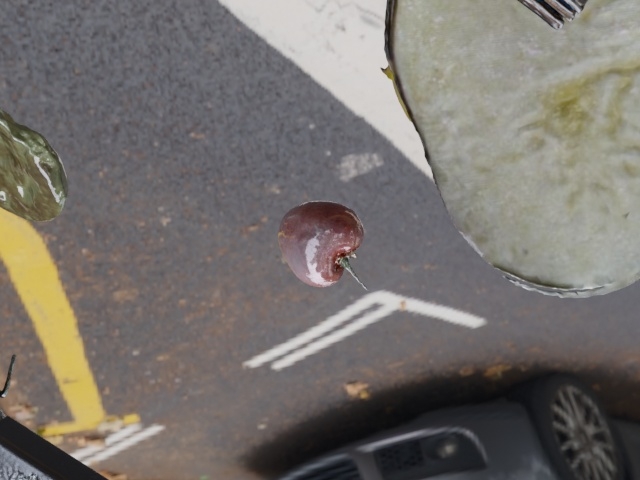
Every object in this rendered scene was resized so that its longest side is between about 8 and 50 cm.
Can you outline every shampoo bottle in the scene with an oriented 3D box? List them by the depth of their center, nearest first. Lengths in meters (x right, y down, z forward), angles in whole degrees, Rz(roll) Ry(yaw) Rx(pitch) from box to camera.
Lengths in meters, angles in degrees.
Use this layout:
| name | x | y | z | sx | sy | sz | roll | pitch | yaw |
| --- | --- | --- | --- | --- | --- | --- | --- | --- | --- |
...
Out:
| name | x | y | z | sx | sy | sz | roll | pitch | yaw |
| --- | --- | --- | --- | --- | --- | --- | --- | --- | --- |
| shampoo bottle | -0.293 | 0.342 | 1.228 | 0.098 | 0.309 | 0.071 | -62 | 173 | 14 |

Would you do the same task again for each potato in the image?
| name | x | y | z | sx | sy | sz | roll | pitch | yaw |
| --- | --- | --- | --- | --- | --- | --- | --- | --- | --- |
| potato | 0.224 | -0.158 | 0.961 | 0.290 | 0.397 | 0.296 | -29 | 175 | 9 |

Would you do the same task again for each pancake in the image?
| name | x | y | z | sx | sy | sz | roll | pitch | yaw |
| --- | --- | --- | --- | --- | --- | --- | --- | --- | --- |
| pancake | -0.332 | -0.106 | 0.917 | 0.236 | 0.042 | 0.222 | 36 | 153 | -10 |

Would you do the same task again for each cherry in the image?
| name | x | y | z | sx | sy | sz | roll | pitch | yaw |
| --- | --- | --- | --- | --- | --- | --- | --- | --- | --- |
| cherry | -0.005 | 0.003 | 1.216 | 0.126 | 0.106 | 0.087 | 9 | 172 | 38 |

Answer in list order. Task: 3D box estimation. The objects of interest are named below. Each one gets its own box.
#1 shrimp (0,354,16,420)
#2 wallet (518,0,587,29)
| name | x | y | z | sx | sy | sz | roll | pitch | yaw |
| --- | --- | --- | --- | --- | --- | --- | --- | --- | --- |
| shrimp | -0.625 | 0.276 | 1.729 | 0.221 | 0.166 | 0.411 | -36 | 130 | -23 |
| wallet | 0.172 | -0.244 | 0.695 | 0.230 | 0.124 | 0.042 | -49 | 180 | -39 |
